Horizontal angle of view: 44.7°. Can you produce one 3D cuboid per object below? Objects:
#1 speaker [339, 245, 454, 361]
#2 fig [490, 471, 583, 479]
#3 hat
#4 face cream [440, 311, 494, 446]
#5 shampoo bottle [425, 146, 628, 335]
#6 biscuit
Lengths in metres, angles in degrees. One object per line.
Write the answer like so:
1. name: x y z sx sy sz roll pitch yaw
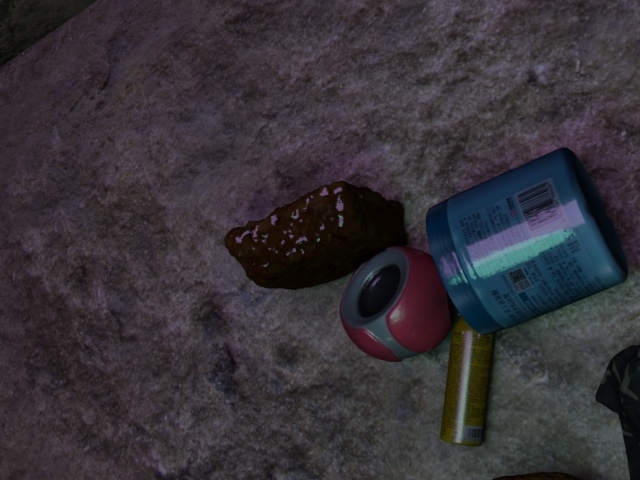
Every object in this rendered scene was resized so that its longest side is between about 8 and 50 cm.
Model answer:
1. speaker: 0.187 0.162 1.940 0.294 0.294 0.295 -6 78 31
2. fig: 0.483 0.673 1.634 0.286 0.286 0.369 -27 61 26
3. hat: 0.748 0.423 1.588 0.366 0.257 0.382 -12 56 32
4. face cream: 0.361 0.316 1.898 0.104 0.105 0.349 4 84 33
5. shampoo bottle: 0.465 0.003 1.754 0.342 0.331 0.331 -26 69 26
6. biscuit: 0.000 0.000 2.048 0.395 0.342 0.166 -25 72 29
